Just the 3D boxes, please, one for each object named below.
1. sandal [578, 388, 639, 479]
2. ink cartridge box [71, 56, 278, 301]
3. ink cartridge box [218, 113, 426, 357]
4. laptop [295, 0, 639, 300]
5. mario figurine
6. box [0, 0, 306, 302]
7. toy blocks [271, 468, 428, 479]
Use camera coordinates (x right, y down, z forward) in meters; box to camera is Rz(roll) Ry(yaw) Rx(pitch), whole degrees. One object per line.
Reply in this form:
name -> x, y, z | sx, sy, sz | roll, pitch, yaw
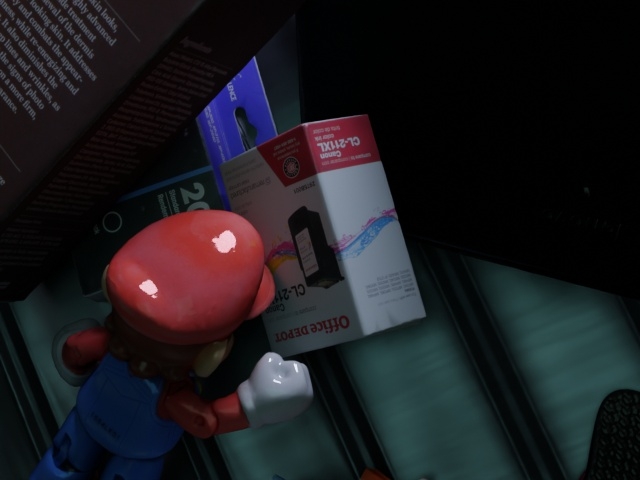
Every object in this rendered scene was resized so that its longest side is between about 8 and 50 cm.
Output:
sandal -> 0.234, 0.210, 0.971 | 0.067, 0.040, 0.179 | 18, 75, 8
ink cartridge box -> -0.140, -0.073, 1.071 | 0.208, 0.045, 0.206 | -19, 81, 9
ink cartridge box -> 0.000, 0.000, 0.981 | 0.127, 0.072, 0.175 | -20, 85, 49
laptop -> 0.178, -0.213, 0.925 | 0.382, 0.236, 0.408 | 16, 60, 46
mario figurine -> -0.122, 0.114, 0.999 | 0.198, 0.170, 0.320 | 22, 115, -14
box -> -0.219, -0.142, 0.993 | 0.381, 0.143, 0.191 | -44, 73, 16
toy blocks -> 0.038, 0.223, 0.977 | 0.148, 0.123, 0.054 | 29, 125, 27
